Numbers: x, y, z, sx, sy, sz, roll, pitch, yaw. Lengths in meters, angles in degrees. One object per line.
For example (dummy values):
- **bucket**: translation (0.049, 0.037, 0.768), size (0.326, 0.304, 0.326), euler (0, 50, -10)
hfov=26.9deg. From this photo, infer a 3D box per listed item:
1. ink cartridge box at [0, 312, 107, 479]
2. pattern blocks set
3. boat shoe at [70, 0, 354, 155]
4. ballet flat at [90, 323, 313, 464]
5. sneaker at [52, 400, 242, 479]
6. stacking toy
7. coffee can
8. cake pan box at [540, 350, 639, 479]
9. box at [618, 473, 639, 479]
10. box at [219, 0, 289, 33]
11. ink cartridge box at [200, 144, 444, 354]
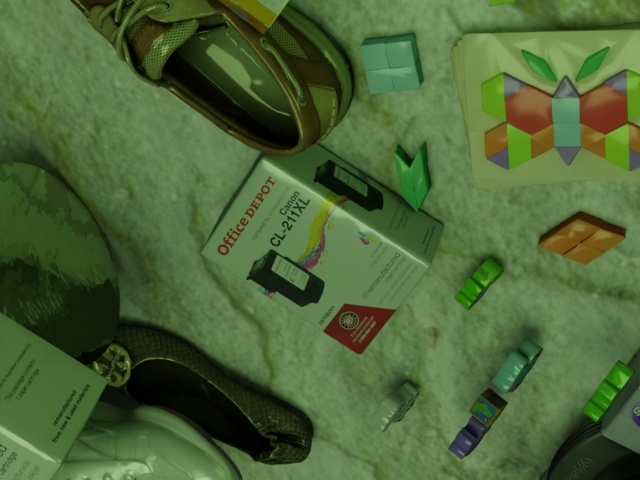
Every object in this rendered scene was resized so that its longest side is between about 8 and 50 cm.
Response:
- **ink cartridge box**: translation (-0.351, 0.134, 1.112), size (0.278, 0.117, 0.201), euler (33, 124, -7)
- **pattern blocks set**: translation (0.204, -0.106, 1.103), size (0.325, 0.026, 0.285), euler (-13, 115, 23)
- **boat shoe**: translation (-0.116, -0.186, 1.092), size (0.324, 0.120, 0.122), euler (34, 123, -6)
- **ballet flat**: translation (-0.124, 0.160, 1.338), size (0.250, 0.058, 0.084), euler (28, 123, -1)
- **sneaker**: translation (-0.217, 0.230, 1.322), size (0.305, 0.152, 0.114), euler (11, 145, 28)
- **stacking toy**: translation (0.163, 0.144, 1.223), size (0.167, 0.052, 0.221), euler (40, 119, 17)
- **coffee can**: translation (-0.359, 0.068, 1.265), size (0.275, 0.201, 0.201), euler (-23, 111, 27)
- **cake pan box**: translation (0.343, 0.250, 1.252), size (0.267, 0.070, 0.245), euler (29, 121, -2)
- **box**: translation (0.374, 0.306, 1.147), size (0.261, 0.103, 0.184), euler (42, 144, -11)
- **box**: translation (-0.037, -0.240, 1.055), size (0.081, 0.136, 0.028), euler (36, 167, -7)
- **ink cartridge box**: translation (0.000, 0.000, 1.198), size (0.175, 0.072, 0.127), euler (32, 124, -5)
